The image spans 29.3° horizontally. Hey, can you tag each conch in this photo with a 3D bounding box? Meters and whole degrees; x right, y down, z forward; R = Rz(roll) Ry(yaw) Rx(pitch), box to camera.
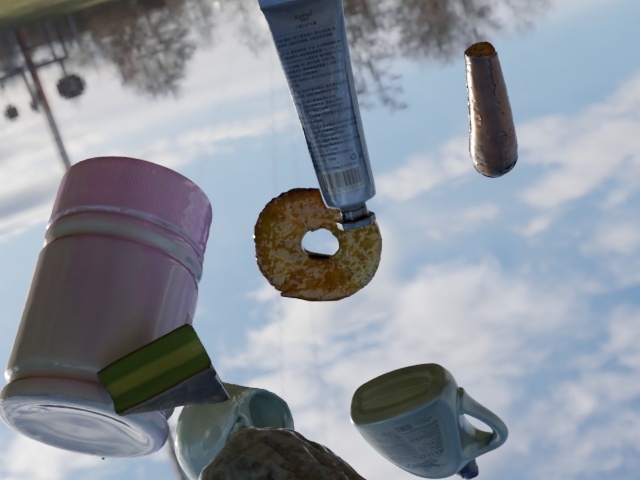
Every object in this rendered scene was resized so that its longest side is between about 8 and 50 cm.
[{"bbox_3d":[-0.132,0.307,1.917,0.185,0.221,0.121,-46,-144,-3],"label":"conch"}]

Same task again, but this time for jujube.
[{"bbox_3d":[-0.026,0.388,1.659,0.317,0.226,0.226,31,-143,17],"label":"jujube"}]

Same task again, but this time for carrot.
[{"bbox_3d":[0.184,-0.140,1.333,0.055,0.161,0.055,-7,-142,6],"label":"carrot"}]

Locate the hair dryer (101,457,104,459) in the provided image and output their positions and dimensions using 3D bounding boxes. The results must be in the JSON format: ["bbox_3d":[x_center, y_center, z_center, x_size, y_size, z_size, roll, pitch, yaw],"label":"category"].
[{"bbox_3d":[-0.403,0.323,2.142,0.071,0.219,0.124,-18,-134,-9],"label":"hair dryer"}]

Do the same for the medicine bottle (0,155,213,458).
[{"bbox_3d":[-0.251,0.081,1.470,0.202,0.202,0.316,-8,-123,30],"label":"medicine bottle"}]

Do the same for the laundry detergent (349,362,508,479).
[{"bbox_3d":[0.202,0.324,2.077,0.215,0.280,0.105,-24,-140,30],"label":"laundry detergent"}]

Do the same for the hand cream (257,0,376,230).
[{"bbox_3d":[0.009,-0.144,1.324,0.091,0.271,0.058,-12,-165,12],"label":"hand cream"}]

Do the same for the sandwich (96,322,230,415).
[{"bbox_3d":[-0.170,0.158,1.333,0.116,0.074,0.074,-27,-128,-8],"label":"sandwich"}]

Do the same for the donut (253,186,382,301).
[{"bbox_3d":[0.000,0.001,1.798,0.190,0.174,0.074,-9,-172,11],"label":"donut"}]
